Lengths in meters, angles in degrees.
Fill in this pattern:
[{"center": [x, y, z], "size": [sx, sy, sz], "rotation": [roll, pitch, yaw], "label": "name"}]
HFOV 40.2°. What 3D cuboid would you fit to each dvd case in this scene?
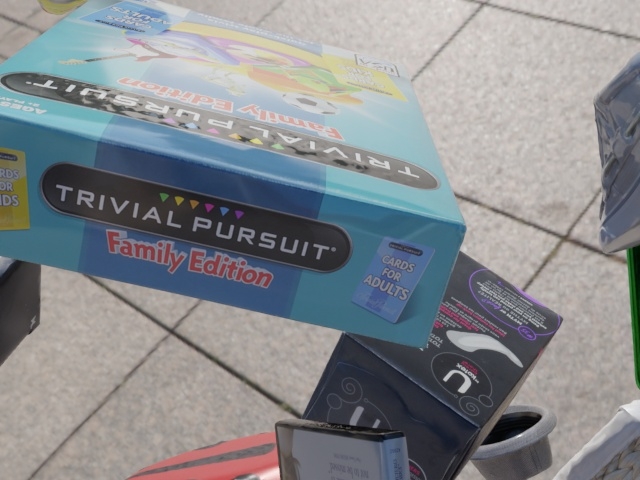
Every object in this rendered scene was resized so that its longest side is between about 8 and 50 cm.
[{"center": [0.021, 0.260, 0.632], "size": [0.022, 0.252, 0.180], "rotation": [-4, -6, -27], "label": "dvd case"}]

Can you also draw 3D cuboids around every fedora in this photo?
[{"center": [0.417, 0.467, 1.956], "size": [0.244, 0.124, 0.275], "rotation": [-23, 3, -27], "label": "fedora"}]

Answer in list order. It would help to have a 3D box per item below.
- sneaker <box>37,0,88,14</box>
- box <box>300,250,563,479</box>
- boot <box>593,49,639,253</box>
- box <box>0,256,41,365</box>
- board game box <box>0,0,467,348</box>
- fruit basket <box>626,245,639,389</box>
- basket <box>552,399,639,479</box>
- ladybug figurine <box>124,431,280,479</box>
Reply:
[{"center": [-0.207, -0.295, 0.845], "size": [0.208, 0.081, 0.094], "rotation": [-50, 9, -24], "label": "sneaker"}, {"center": [0.128, 0.141, 0.955], "size": [0.165, 0.143, 0.270], "rotation": [34, 32, 18], "label": "box"}, {"center": [0.316, -0.085, 0.861], "size": [0.095, 0.258, 0.123], "rotation": [-17, 68, -7], "label": "boot"}, {"center": [-0.304, 0.048, 0.612], "size": [0.158, 0.093, 0.156], "rotation": [18, 35, 4], "label": "box"}, {"center": [-0.059, -0.073, 0.577], "size": [0.254, 0.079, 0.336], "rotation": [13, 24, -6], "label": "board game box"}, {"center": [0.773, 0.128, 1.762], "size": [0.283, 0.392, 0.392], "rotation": [-4, 48, 12], "label": "fruit basket"}, {"center": [0.469, 0.372, 1.076], "size": [0.331, 0.328, 0.266], "rotation": [-4, 45, -34], "label": "basket"}, {"center": [-0.092, 0.336, 1.057], "size": [0.450, 0.161, 0.305], "rotation": [-14, 5, 6], "label": "ladybug figurine"}]
